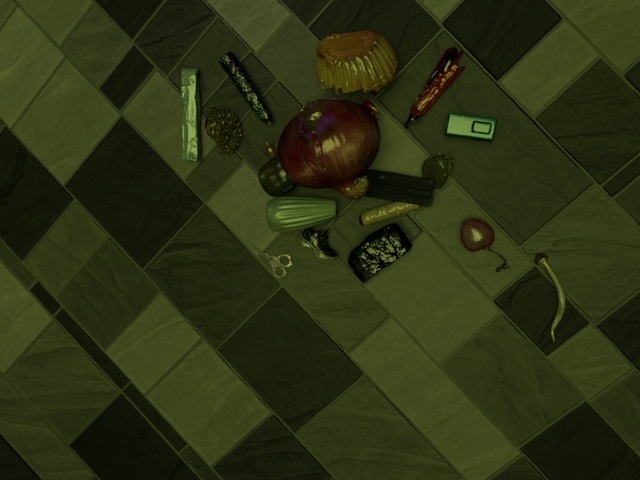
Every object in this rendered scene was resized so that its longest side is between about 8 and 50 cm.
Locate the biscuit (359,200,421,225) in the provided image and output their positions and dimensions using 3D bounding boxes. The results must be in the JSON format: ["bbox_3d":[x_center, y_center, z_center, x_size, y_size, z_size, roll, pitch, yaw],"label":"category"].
[{"bbox_3d":[0.240,-0.103,1.714,0.219,0.061,0.055,-16,117,15],"label":"biscuit"}]

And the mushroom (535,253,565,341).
[{"bbox_3d":[0.784,0.190,1.658,0.068,0.043,0.306,-13,97,30],"label":"mushroom"}]

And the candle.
[{"bbox_3d":[0.370,-0.501,1.630,0.084,0.059,0.302,41,102,16],"label":"candle"}]

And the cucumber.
[{"bbox_3d":[-0.257,-0.532,1.748,0.067,0.067,0.293,-34,92,14],"label":"cucumber"}]

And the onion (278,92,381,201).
[{"bbox_3d":[0.037,-0.319,1.579,0.353,0.353,0.354,2,98,11],"label":"onion"}]

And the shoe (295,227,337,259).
[{"bbox_3d":[0.000,0.000,1.771,0.169,0.071,0.099,32,100,9],"label":"shoe"}]

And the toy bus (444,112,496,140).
[{"bbox_3d":[0.492,-0.369,1.606,0.160,0.092,0.079,11,101,10],"label":"toy bus"}]

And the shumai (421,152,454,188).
[{"bbox_3d":[0.402,-0.242,1.655,0.087,0.124,0.099,-36,66,-24],"label":"shumai"}]

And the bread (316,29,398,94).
[{"bbox_3d":[0.114,-0.577,1.577,0.274,0.274,0.149,-1,141,12],"label":"bread"}]

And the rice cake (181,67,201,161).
[{"bbox_3d":[-0.473,-0.458,1.803,0.066,0.063,0.336,1,97,3],"label":"rice cake"}]

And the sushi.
[{"bbox_3d":[0.200,0.037,1.707,0.225,0.124,0.127,-38,89,20],"label":"sushi"}]

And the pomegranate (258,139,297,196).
[{"bbox_3d":[-0.152,-0.253,1.743,0.152,0.131,0.191,-29,69,19],"label":"pomegranate"}]

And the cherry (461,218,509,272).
[{"bbox_3d":[0.546,0.023,1.658,0.107,0.090,0.225,-30,100,2],"label":"cherry"}]

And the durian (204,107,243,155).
[{"bbox_3d":[-0.349,-0.401,1.761,0.119,0.108,0.187,-12,95,13],"label":"durian"}]

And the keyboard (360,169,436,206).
[{"bbox_3d":[0.202,-0.191,1.700,0.381,0.041,0.103,12,89,16],"label":"keyboard"}]

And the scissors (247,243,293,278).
[{"bbox_3d":[-0.194,0.064,1.847,0.189,0.015,0.100,31,101,8],"label":"scissors"}]

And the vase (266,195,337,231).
[{"bbox_3d":[-0.063,-0.099,1.744,0.248,0.128,0.128,-6,97,3],"label":"vase"}]
